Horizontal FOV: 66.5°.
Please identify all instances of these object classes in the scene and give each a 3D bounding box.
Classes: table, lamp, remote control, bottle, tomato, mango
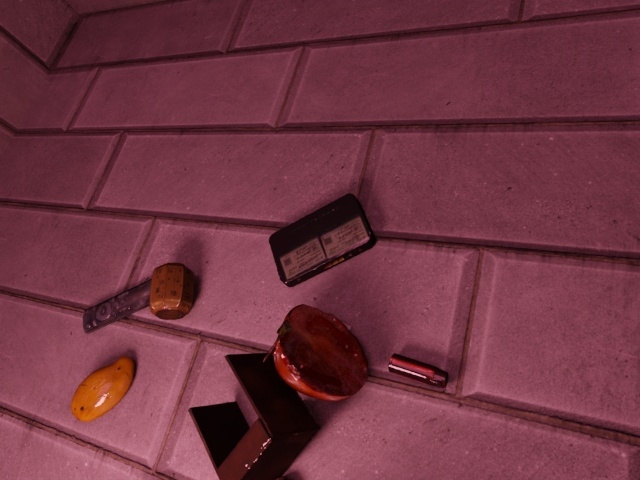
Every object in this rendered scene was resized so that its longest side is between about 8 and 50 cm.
[{"bbox_3d":[-0.198,0.503,1.375,0.251,0.196,0.282,-55,53,21],"label":"table"},{"bbox_3d":[-0.536,0.183,1.762,0.161,0.161,0.185,-15,56,17],"label":"lamp"},{"bbox_3d":[-0.764,0.248,1.899,0.377,0.044,0.107,-24,54,12],"label":"remote control"},{"bbox_3d":[0.273,0.364,1.355,0.164,0.060,0.060,12,71,29],"label":"bottle"},{"bbox_3d":[-0.020,0.351,1.417,0.170,0.308,0.309,-56,47,37],"label":"tomato"},{"bbox_3d":[-0.769,0.522,1.725,0.262,0.109,0.157,-49,52,-7],"label":"mango"}]

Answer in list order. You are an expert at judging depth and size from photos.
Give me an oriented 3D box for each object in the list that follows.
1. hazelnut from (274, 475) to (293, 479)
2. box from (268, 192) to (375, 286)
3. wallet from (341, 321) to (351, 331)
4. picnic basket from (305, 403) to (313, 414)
[{"bbox_3d":[-0.110,0.699,1.358,0.086,0.086,0.087,-10,62,20],"label":"hazelnut"},{"bbox_3d":[0.000,0.000,1.666,0.349,0.058,0.212,-26,59,11],"label":"box"},{"bbox_3d":[0.034,0.273,1.532,0.122,0.025,0.061,18,68,31],"label":"wallet"},{"bbox_3d":[-0.057,0.516,1.430,0.083,0.065,0.083,-42,39,-5],"label":"picnic basket"}]
